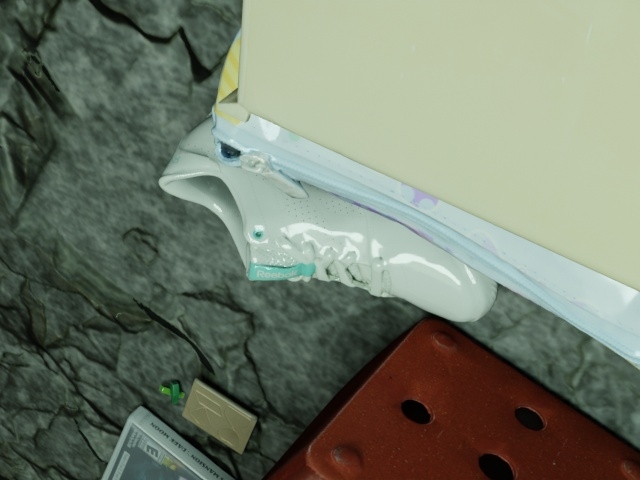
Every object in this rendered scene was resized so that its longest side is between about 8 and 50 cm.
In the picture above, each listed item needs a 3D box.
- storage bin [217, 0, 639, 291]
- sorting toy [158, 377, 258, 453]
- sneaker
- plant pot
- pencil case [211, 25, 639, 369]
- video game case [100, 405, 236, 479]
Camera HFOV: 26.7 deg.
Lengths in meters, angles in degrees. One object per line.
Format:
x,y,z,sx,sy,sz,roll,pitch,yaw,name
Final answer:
0.140,-0.102,0.491,0.262,0.260,0.123,25,134,20,storage bin
-0.088,0.127,1.042,0.083,0.012,0.062,32,142,8,sorting toy
0.000,0.000,0.803,0.212,0.094,0.080,32,145,16,sneaker
0.060,0.213,0.830,0.267,0.267,0.235,35,126,11,plant pot
0.080,-0.039,0.669,0.273,0.124,0.113,26,136,17,pencil case
-0.113,0.244,1.150,0.173,0.022,0.190,37,138,8,video game case
